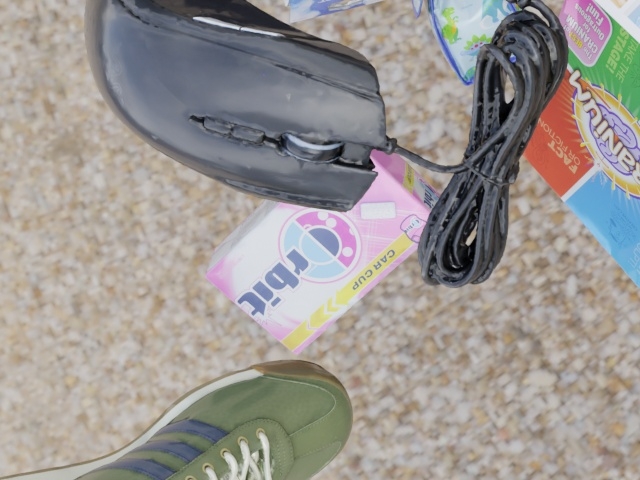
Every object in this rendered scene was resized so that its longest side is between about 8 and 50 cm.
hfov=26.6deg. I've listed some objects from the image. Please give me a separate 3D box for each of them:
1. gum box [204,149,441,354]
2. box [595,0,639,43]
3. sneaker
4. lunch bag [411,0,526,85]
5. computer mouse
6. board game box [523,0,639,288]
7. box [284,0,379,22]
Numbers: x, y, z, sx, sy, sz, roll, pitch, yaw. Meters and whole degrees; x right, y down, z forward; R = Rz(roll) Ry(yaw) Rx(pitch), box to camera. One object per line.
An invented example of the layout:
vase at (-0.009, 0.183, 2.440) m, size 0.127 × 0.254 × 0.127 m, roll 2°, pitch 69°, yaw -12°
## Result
gum box at (0.000, 0.000, 1.135) m, size 0.107 × 0.062 × 0.188 m, roll 43°, pitch 111°, yaw -13°
box at (0.205, -0.227, 0.878) m, size 0.203 × 0.103 × 0.114 m, roll 44°, pitch 127°, yaw 4°
sneaker at (-0.061, 0.113, 0.547) m, size 0.086 × 0.192 × 0.064 m, roll 35°, pitch 141°, yaw 60°
lunch bag at (0.129, -0.242, 1.267) m, size 0.096 × 0.129 × 0.151 m, roll -23°, pitch 120°, yaw 11°
computer mouse at (-0.012, -0.087, 0.663) m, size 0.262 × 0.060 × 0.184 m, roll 30°, pitch 130°, yaw 11°
board game box at (0.324, -0.121, 1.368) m, size 0.242 × 0.064 × 0.316 m, roll 52°, pitch 156°, yaw 24°
box at (0.022, -0.253, 1.104) m, size 0.178 × 0.109 × 0.042 m, roll 101°, pitch 151°, yaw -66°
